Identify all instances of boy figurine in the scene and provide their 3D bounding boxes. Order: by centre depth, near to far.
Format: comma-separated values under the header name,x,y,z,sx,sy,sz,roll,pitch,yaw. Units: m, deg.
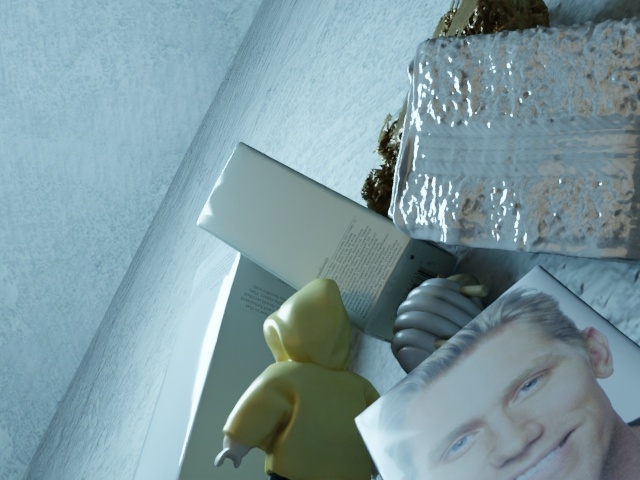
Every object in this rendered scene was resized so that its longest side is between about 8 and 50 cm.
name,x,y,z,sx,sy,sz,roll,pitch,yaw
boy figurine,-0.014,0.174,0.846,0.092,0.177,0.285,-32,58,54

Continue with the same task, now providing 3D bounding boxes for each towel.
name,x,y,z,sx,sy,sz,roll,pitch,yaw
towel,0.164,-0.083,0.775,0.282,0.049,0.187,6,88,52

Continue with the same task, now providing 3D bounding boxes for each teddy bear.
name,x,y,z,sx,sy,sz,roll,pitch,yaw
teddy bear,0.145,-0.134,1.003,0.245,0.113,0.338,-80,16,-55

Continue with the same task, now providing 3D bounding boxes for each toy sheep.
name,x,y,z,sx,sy,sz,roll,pitch,yaw
toy sheep,0.105,0.081,0.832,0.132,0.091,0.091,-54,11,-32

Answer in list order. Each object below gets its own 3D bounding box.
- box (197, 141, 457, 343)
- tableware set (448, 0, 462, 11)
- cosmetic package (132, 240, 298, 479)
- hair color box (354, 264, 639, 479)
name,x,y,z,sx,sy,sz,roll,pitch,yaw
box,0.000,0.000,1.002,0.275,0.094,0.113,32,95,40
tableware set,0.183,-0.255,1.150,0.104,0.024,0.154,-29,38,54
cosmetic package,-0.099,0.171,1.145,0.197,0.155,0.366,-41,30,50
hair color box,0.149,0.157,0.513,0.174,0.105,0.347,-40,21,2
